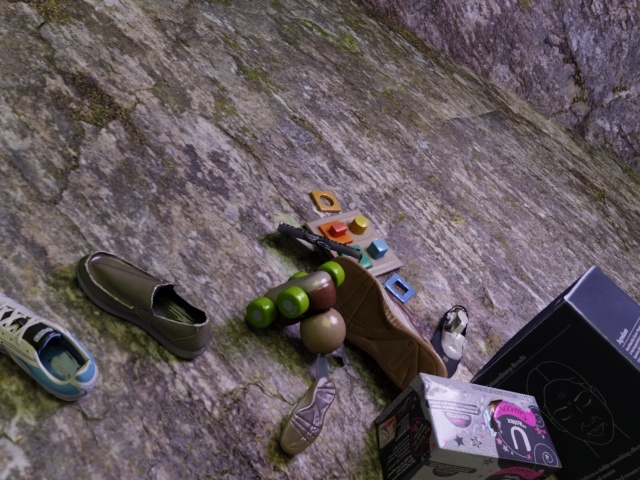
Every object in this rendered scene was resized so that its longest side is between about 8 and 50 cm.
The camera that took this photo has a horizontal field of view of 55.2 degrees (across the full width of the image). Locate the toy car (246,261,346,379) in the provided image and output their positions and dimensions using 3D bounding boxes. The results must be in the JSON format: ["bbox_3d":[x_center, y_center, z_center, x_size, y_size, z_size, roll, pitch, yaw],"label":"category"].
[{"bbox_3d":[-0.014,0.158,1.106,0.155,0.149,0.188,-31,97,-53],"label":"toy car"}]

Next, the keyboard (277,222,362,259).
[{"bbox_3d":[0.000,0.000,1.262,0.180,0.023,0.108,18,3,6],"label":"keyboard"}]

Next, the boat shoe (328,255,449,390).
[{"bbox_3d":[0.127,0.170,1.197,0.342,0.123,0.123,45,7,30],"label":"boat shoe"}]

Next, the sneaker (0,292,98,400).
[{"bbox_3d":[-0.408,0.130,0.851,0.237,0.086,0.085,35,39,3],"label":"sneaker"}]

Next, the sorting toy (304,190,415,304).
[{"bbox_3d":[0.082,0.001,1.377,0.196,0.047,0.348,-14,58,-44],"label":"sorting toy"}]

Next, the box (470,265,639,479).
[{"bbox_3d":[0.557,0.306,1.196,0.395,0.293,0.212,47,39,15],"label":"box"}]

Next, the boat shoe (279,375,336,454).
[{"bbox_3d":[-0.025,0.288,1.002,0.056,0.048,0.153,43,43,-9],"label":"boat shoe"}]

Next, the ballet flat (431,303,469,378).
[{"bbox_3d":[0.277,0.203,1.284,0.074,0.074,0.203,34,38,-1],"label":"ballet flat"}]

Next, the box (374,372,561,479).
[{"bbox_3d":[0.244,0.342,1.033,0.247,0.163,0.142,16,40,-22],"label":"box"}]

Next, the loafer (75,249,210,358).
[{"bbox_3d":[-0.276,0.087,0.989,0.251,0.087,0.094,33,38,-2],"label":"loafer"}]
